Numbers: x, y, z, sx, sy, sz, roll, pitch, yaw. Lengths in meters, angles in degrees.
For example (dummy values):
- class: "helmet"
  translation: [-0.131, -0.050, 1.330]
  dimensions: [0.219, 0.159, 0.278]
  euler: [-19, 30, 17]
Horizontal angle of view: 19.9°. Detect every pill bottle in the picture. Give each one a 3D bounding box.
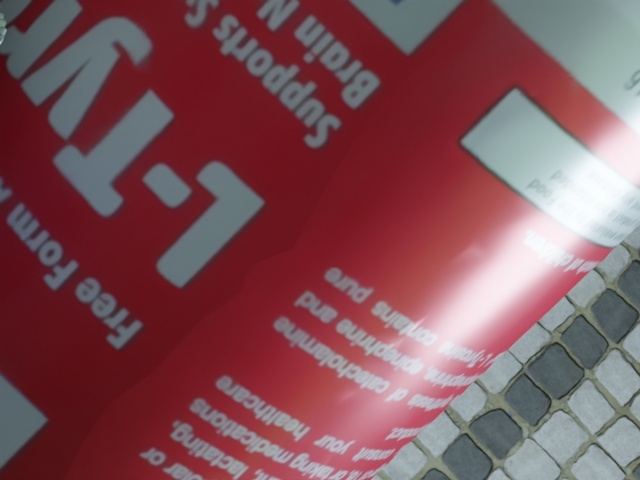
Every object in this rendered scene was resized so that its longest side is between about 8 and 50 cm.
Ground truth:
- class: "pill bottle"
  translation: [-0.060, -0.001, 0.626]
  dimensions: [0.408, 0.229, 0.229]
  euler: [-46, 175, 13]

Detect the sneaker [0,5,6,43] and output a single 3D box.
- class: "sneaker"
  translation: [-0.178, -0.006, 0.379]
  dimensions: [0.146, 0.102, 0.293]
  euler: [-45, 175, 18]
